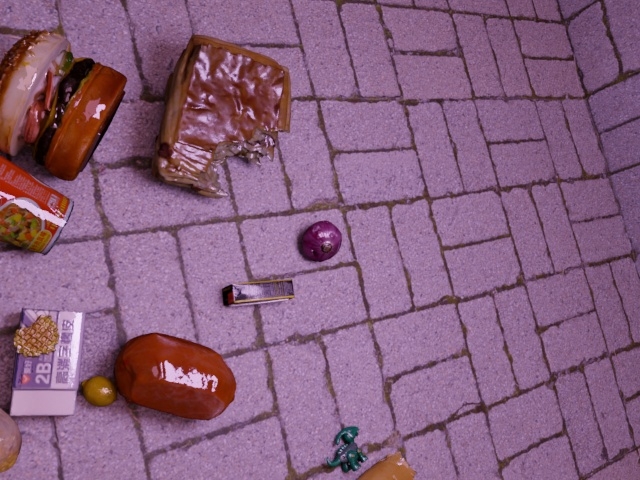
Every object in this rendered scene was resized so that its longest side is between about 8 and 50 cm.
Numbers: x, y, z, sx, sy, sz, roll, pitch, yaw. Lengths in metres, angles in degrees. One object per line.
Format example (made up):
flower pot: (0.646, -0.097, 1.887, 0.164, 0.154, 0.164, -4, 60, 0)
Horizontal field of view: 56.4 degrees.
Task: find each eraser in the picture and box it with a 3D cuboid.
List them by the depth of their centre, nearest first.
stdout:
eraser: (-0.554, 0.248, 1.213, 0.124, 0.068, 0.210, 8, 74, -28)

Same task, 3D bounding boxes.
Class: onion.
onion: (0.000, 0.000, 1.600, 0.115, 0.104, 0.115, -13, 127, -18)

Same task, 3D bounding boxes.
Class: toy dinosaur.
toy dinosaur: (0.065, 0.535, 1.517, 0.132, 0.059, 0.096, -24, 81, -42)

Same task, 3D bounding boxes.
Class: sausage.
sausage: (-0.310, 0.296, 1.292, 0.268, 0.153, 0.141, 23, 29, -24)

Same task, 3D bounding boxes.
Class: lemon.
lemon: (-0.464, 0.316, 1.251, 0.083, 0.062, 0.062, 28, 63, -1)

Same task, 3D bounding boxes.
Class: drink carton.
drink carton: (-0.154, 0.132, 1.481, 0.165, 0.071, 0.056, -3, 76, -30)

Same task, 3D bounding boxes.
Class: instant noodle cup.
instant noodle cup: (-0.626, -0.070, 1.198, 0.212, 0.193, 0.193, 31, 63, -30)

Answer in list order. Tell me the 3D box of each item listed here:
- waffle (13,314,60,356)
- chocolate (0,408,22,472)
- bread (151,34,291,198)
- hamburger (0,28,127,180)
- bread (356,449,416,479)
waffle: (-0.560, 0.191, 1.175, 0.085, 0.016, 0.078, -20, 87, -28)
chocolate: (-0.683, 0.316, 1.080, 0.309, 0.134, 0.134, 44, 59, -15)
bread: (-0.248, -0.287, 1.472, 0.314, 0.191, 0.370, 13, 83, -33)
hamburger: (-0.549, -0.281, 1.230, 0.225, 0.291, 0.291, 27, 65, -17)
bread: (0.166, 0.641, 1.525, 0.173, 0.085, 0.134, -33, 94, -33)
